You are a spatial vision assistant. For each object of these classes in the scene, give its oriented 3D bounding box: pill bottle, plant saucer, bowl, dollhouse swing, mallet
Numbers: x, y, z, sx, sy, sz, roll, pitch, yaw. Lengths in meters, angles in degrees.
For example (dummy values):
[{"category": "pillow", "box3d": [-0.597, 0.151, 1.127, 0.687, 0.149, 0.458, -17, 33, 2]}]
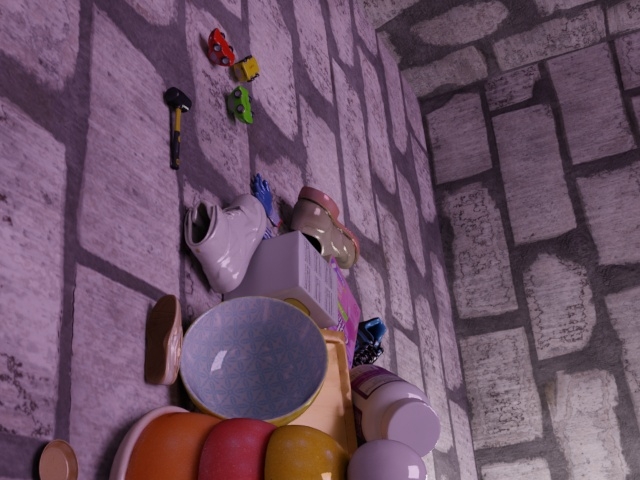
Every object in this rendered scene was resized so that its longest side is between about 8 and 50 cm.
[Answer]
[{"category": "pill bottle", "box3d": [0.153, 0.392, 1.829, 0.301, 0.169, 0.169, -167, -123, -72]}, {"category": "plant saucer", "box3d": [-0.385, 0.333, 1.168, 0.083, 0.015, 0.083, -14, 90, -70]}, {"category": "bowl", "box3d": [-0.132, 0.269, 1.588, 0.156, 0.289, 0.289, 97, -2, -48]}, {"category": "dollhouse swing", "box3d": [-0.093, 0.398, 1.828, 0.315, 0.305, 0.347, 127, -39, -61]}, {"category": "mallet", "box3d": [-0.314, -0.245, 1.733, 0.062, 0.039, 0.189, 48, 37, -53]}]

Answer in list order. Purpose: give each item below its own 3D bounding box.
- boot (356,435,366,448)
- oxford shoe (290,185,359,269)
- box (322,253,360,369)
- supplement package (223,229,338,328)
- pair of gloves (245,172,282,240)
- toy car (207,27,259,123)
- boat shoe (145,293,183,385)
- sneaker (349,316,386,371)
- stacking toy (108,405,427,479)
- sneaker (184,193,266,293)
[{"category": "boot", "box3d": [0.066, 0.589, 2.020, 0.236, 0.089, 0.269, -134, -138, -59]}, {"category": "oxford shoe", "box3d": [0.000, 0.000, 2.307, 0.146, 0.140, 0.397, -61, 148, -18]}, {"category": "box", "box3d": [0.005, 0.199, 2.137, 0.243, 0.117, 0.213, -74, 144, -54]}, {"category": "supplement package", "box3d": [-0.088, 0.110, 1.843, 0.203, 0.194, 0.149, 49, 32, -49]}, {"category": "pair of gloves", "box3d": [-0.147, -0.073, 2.065, 0.198, 0.023, 0.159, -75, 144, -55]}, {"category": "toy car", "box3d": [-0.219, -0.401, 2.061, 0.239, 0.053, 0.225, 21, 57, -65]}, {"category": "boat shoe", "box3d": [-0.283, 0.185, 1.481, 0.059, 0.063, 0.170, 47, 44, -57]}, {"category": "sneaker", "box3d": [0.097, 0.321, 2.240, 0.125, 0.140, 0.341, 54, 24, -18]}, {"category": "stacking toy", "box3d": [-0.064, 0.408, 1.287, 0.350, 0.480, 0.350, -15, 90, -69]}, {"category": "sneaker", "box3d": [-0.208, -0.045, 1.765, 0.292, 0.108, 0.169, -79, 151, -47]}]
